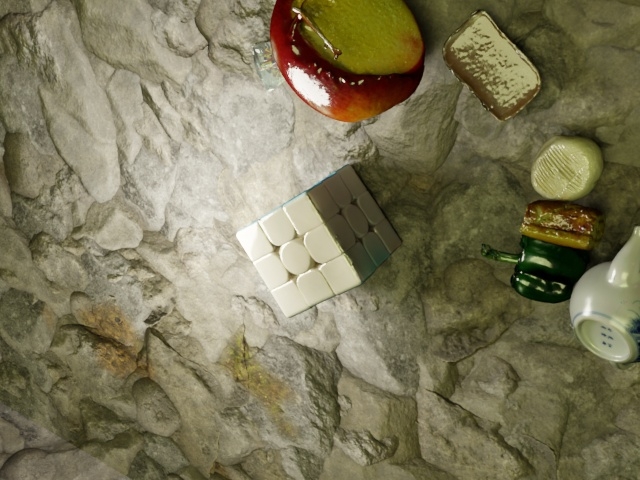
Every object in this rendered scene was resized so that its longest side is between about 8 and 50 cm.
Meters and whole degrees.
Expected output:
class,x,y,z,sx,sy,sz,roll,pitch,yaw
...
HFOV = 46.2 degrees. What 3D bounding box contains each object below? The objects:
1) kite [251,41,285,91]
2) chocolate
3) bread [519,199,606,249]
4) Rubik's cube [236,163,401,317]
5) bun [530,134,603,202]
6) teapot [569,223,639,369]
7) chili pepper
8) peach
class,x,y,z,sx,sy,sz,roll,pitch,yaw
kite,-0.092,-0.522,2.126,0.245,0.015,0.141,-14,104,36
chocolate,0.421,-0.424,1.847,0.161,0.083,0.261,-39,89,17
bread,0.585,-0.040,1.806,0.172,0.132,0.103,14,101,34
Rubik's cube,0.000,0.000,2.126,0.292,0.290,0.291,-30,94,35
bun,0.604,-0.177,1.838,0.164,0.111,0.188,47,133,19
teapot,0.746,0.150,1.803,0.252,0.280,0.424,22,145,41
chili pepper,0.544,0.049,1.926,0.261,0.165,0.174,21,138,19
peach,0.056,-0.476,1.880,0.406,0.335,0.310,37,157,-4
